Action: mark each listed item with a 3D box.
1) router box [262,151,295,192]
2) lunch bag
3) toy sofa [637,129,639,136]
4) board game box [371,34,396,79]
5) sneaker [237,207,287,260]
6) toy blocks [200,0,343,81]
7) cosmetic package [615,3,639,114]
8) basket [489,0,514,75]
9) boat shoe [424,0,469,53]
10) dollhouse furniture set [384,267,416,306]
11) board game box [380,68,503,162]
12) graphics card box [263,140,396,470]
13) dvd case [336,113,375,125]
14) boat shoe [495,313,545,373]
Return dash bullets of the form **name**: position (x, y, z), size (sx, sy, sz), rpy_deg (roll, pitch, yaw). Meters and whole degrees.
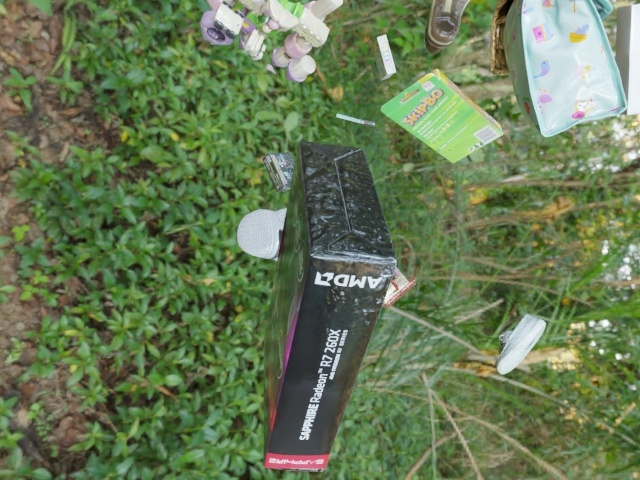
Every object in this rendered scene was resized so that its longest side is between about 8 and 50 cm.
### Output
- **router box**: position (-0.112, -0.209, 1.660), size (0.092, 0.038, 0.122), rpy_deg (-12, 72, -47)
- **lunch bag**: position (0.401, -0.326, 0.928), size (0.223, 0.160, 0.262), rpy_deg (-41, 113, -70)
- **toy sofa**: position (0.976, -0.443, 1.478), size (0.150, 0.177, 0.362), rpy_deg (35, -13, 46)
- **board game box**: position (0.179, -0.521, 1.553), size (0.154, 0.026, 0.103), rpy_deg (-93, 165, -80)
- **sneaker**: position (0.000, 0.000, 1.310), size (0.210, 0.366, 0.137), rpy_deg (25, 69, -62)
- **toy blocks**: position (-0.156, -0.521, 1.332), size (0.289, 0.260, 0.308), rpy_deg (30, 67, -32)
- **cosmetic package**: position (0.738, -0.417, 1.245), size (0.060, 0.099, 0.239), rpy_deg (-103, -175, -71)
- **basket**: position (0.607, -0.638, 1.591), size (0.213, 0.223, 0.299), rpy_deg (53, 1, -19)
- **boat shoe**: position (0.306, -0.569, 1.320), size (0.095, 0.095, 0.257), rpy_deg (117, -3, -72)
- **dollhouse furniture set**: position (0.230, 0.115, 1.983), size (0.201, 0.152, 0.374), rpy_deg (49, 0, 14)
- **board game box**: position (0.241, -0.242, 1.072), size (0.259, 0.124, 0.039), rpy_deg (20, 51, -42)
- **graphics card box**: position (-0.010, 0.091, 0.691), size (0.232, 0.094, 0.370), rpy_deg (-96, -164, -51)
- **dvd case**: position (0.114, -0.384, 1.730), size (0.119, 0.087, 0.013), rpy_deg (-14, 122, -60)
- **boat shoe**: position (0.571, 0.301, 1.599), size (0.227, 0.081, 0.079), rpy_deg (-37, 137, -26)
